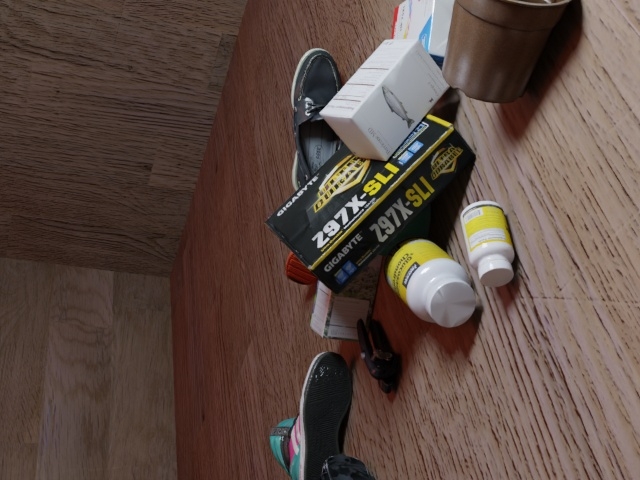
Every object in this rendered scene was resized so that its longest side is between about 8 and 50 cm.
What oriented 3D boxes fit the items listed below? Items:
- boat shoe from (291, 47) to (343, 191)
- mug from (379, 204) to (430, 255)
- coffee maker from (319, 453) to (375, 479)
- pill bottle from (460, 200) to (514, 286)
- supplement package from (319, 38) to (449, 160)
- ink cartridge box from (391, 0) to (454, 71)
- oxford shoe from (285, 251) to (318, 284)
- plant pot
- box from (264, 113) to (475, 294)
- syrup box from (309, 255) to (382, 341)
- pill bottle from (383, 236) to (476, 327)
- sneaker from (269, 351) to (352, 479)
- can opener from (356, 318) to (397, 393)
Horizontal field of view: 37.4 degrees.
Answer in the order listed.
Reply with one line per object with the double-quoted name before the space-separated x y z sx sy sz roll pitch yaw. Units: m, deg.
"boat shoe" -0.001 -0.258 2.118 0.113 0.127 0.340 -149 67 -70
"mug" 0.124 -0.048 1.678 0.129 0.097 0.157 121 151 -52
"coffee maker" 0.040 0.507 1.708 0.171 0.120 0.178 46 131 39
"pill bottle" 0.240 0.006 1.346 0.065 0.065 0.116 118 154 -48
"supplement package" 0.107 -0.232 1.554 0.179 0.105 0.105 -50 29 -12
"ink cartridge box" 0.183 -0.357 1.662 0.231 0.078 0.134 170 107 -72
"oxford shoe" 0.000 0.000 2.095 0.271 0.097 0.098 -57 10 45
"plant pot" 0.249 -0.291 1.317 0.167 0.167 0.165 -104 20 -49
"box" 0.074 -0.083 1.587 0.322 0.079 0.257 -44 28 -1
"syrup box" 0.054 0.072 1.851 0.096 0.093 0.237 -152 71 -72
"pill bottle" 0.172 0.066 1.470 0.184 0.103 0.103 -130 51 -67
"sneaker" -0.021 0.365 1.930 0.178 0.124 0.295 5 88 63
"can opener" 0.095 0.198 1.723 0.186 0.059 0.073 -111 33 -56
